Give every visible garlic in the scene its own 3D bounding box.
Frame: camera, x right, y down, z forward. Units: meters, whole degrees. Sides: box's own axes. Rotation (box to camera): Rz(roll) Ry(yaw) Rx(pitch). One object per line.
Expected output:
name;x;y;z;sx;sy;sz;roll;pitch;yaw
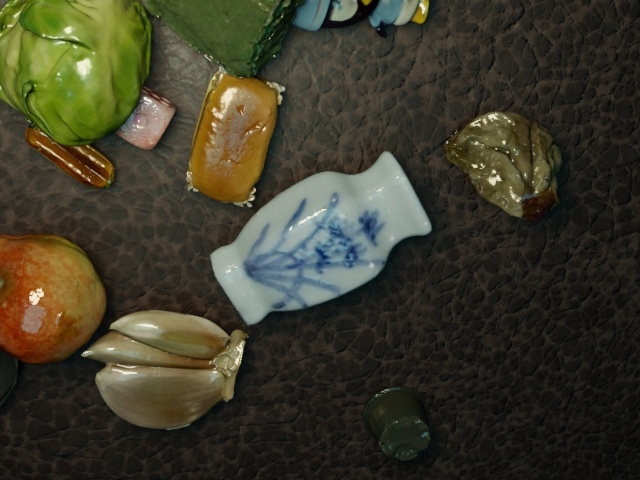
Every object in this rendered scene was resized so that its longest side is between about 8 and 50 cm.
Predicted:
garlic;-0.318;0.265;1.339;0.325;0.132;0.279;6;108;-13

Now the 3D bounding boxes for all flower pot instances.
flower pot;0.182;0.429;1.491;0.158;0.107;0.157;-2;110;-6

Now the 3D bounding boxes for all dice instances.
dice;-0.324;-0.226;1.178;0.094;0.091;0.093;32;103;-17

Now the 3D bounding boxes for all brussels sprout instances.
brussels sprout;-0.404;-0.295;1.045;0.227;0.260;0.294;32;70;-51

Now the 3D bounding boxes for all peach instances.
peach;-0.525;0.095;1.193;0.232;0.232;0.256;-36;114;5

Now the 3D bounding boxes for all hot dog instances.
hot dog;-0.463;-0.165;1.199;0.188;0.055;0.072;41;97;-19

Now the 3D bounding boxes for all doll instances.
doll;0.042;-0.448;1.127;0.314;0.141;0.177;3;119;-14

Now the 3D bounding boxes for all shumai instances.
shumai;0.382;-0.150;1.263;0.218;0.185;0.184;37;101;-19

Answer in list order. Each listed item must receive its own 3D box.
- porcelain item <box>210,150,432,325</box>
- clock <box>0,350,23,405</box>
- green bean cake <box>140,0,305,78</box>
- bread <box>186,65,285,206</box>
porcelain item;0.000;0.000;1.265;0.405;0.178;0.242;-29;111;2
clock;-0.756;0.219;1.278;0.325;0.067;0.325;-2;113;-4
green bean cake;-0.152;-0.414;1.046;0.241;0.132;0.255;35;144;-3
bread;-0.163;-0.193;1.209;0.136;0.107;0.241;14;108;-16
